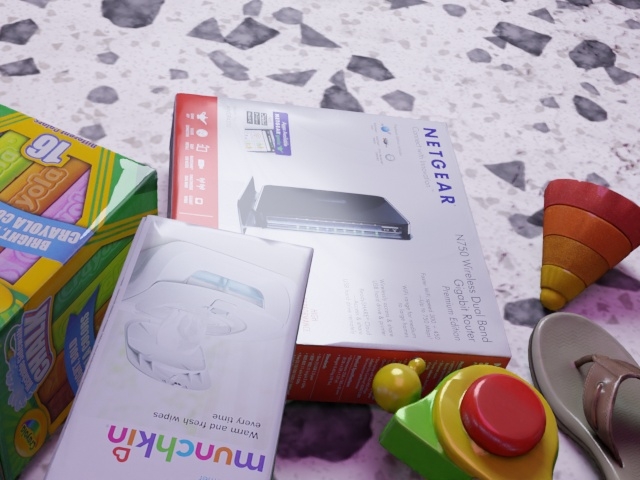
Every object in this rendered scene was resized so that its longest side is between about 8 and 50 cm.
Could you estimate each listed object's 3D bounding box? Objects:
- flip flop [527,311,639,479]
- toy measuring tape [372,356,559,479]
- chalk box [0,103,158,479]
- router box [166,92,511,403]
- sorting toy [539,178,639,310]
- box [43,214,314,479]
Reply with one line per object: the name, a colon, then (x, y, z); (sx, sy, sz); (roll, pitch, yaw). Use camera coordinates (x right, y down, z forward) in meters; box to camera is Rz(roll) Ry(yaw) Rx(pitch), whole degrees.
flip flop: (0.274, 0.163, 0.849); (0.112, 0.080, 0.277); (-2, 42, -13)
toy measuring tape: (0.187, 0.198, 0.789); (0.330, 0.121, 0.121); (35, 49, 11)
chalk box: (-0.277, 0.056, 0.763); (0.179, 0.180, 0.289); (23, 47, 13)
router box: (0.000, 0.000, 0.951); (0.301, 0.082, 0.335); (4, 44, -12)
sorting toy: (0.369, 0.073, 0.972); (0.365, 0.127, 0.126); (28, 76, 14)
box: (-0.096, 0.160, 0.656); (0.127, 0.262, 0.231); (10, 43, -1)
